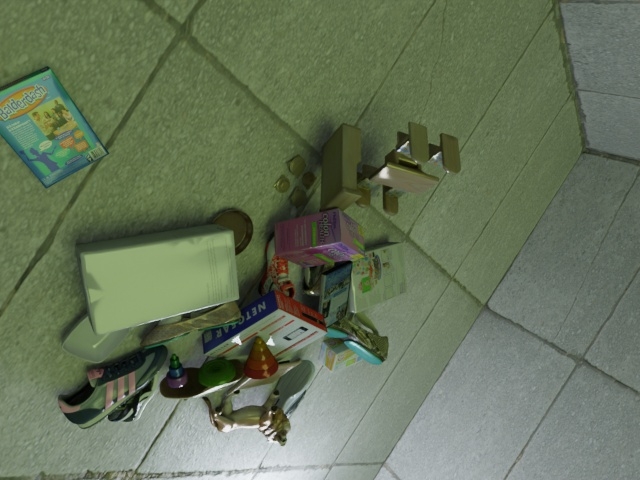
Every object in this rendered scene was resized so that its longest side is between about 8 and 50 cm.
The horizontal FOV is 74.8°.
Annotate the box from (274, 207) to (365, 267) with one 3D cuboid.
[{"bbox_3d":[0.000,0.000,1.430,0.213,0.242,0.118,31,51,-60],"label":"box"}]

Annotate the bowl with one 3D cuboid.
[{"bbox_3d":[-0.635,0.262,1.179,0.142,0.053,0.142,-49,138,-9],"label":"bowl"}]

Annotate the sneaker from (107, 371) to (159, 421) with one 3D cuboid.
[{"bbox_3d":[-0.603,0.485,1.319,0.121,0.079,0.217,19,101,-47],"label":"sneaker"}]

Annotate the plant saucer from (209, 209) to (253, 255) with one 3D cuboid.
[{"bbox_3d":[-0.294,-0.023,1.342,0.168,0.029,0.169,-22,128,-32],"label":"plant saucer"}]

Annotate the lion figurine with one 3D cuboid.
[{"bbox_3d":[-0.296,0.713,1.684,0.391,0.142,0.240,13,124,-14],"label":"lion figurine"}]

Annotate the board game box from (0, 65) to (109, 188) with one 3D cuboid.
[{"bbox_3d":[-0.600,-0.244,0.918,0.160,0.047,0.210,-37,134,-20],"label":"board game box"}]

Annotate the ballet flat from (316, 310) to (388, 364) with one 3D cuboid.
[{"bbox_3d":[0.120,0.383,1.843,0.482,0.164,0.182,33,59,-26],"label":"ballet flat"}]

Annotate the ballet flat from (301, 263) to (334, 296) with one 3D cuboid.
[{"bbox_3d":[0.006,0.057,1.611,0.123,0.123,0.349,-1,114,-42],"label":"ballet flat"}]

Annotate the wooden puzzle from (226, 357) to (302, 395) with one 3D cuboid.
[{"bbox_3d":[-0.217,0.511,1.601,0.238,0.044,0.221,-1,147,-43],"label":"wooden puzzle"}]

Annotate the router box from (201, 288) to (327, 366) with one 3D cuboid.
[{"bbox_3d":[-0.192,0.332,1.493,0.335,0.082,0.301,-32,140,16],"label":"router box"}]

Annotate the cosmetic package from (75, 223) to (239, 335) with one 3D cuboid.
[{"bbox_3d":[-0.432,0.090,1.139,0.384,0.156,0.218,-9,104,-32],"label":"cosmetic package"}]

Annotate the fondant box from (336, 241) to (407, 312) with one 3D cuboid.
[{"bbox_3d":[0.228,0.151,1.820,0.330,0.096,0.239,-13,101,-38],"label":"fondant box"}]

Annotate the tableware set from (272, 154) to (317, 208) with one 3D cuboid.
[{"bbox_3d":[-0.080,-0.201,1.442,0.141,0.020,0.168,-54,136,-7],"label":"tableware set"}]

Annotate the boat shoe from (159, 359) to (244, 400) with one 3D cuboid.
[{"bbox_3d":[-0.407,0.495,1.458,0.285,0.105,0.089,-6,147,-16],"label":"boat shoe"}]

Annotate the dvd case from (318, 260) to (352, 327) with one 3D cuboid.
[{"bbox_3d":[0.056,0.217,1.638,0.180,0.022,0.253,-22,124,-49],"label":"dvd case"}]

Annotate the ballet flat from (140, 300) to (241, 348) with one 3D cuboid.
[{"bbox_3d":[-0.416,0.247,1.333,0.315,0.107,0.106,-14,92,-21],"label":"ballet flat"}]

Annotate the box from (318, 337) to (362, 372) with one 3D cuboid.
[{"bbox_3d":[0.106,0.522,1.972,0.203,0.103,0.114,-9,120,-39],"label":"box"}]

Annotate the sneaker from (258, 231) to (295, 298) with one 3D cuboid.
[{"bbox_3d":[-0.135,0.108,1.479,0.090,0.145,0.270,-1,114,-42],"label":"sneaker"}]

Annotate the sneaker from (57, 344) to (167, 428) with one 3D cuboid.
[{"bbox_3d":[-0.612,0.409,1.246,0.319,0.112,0.131,-42,130,-22],"label":"sneaker"}]

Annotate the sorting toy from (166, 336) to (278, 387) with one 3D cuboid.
[{"bbox_3d":[-0.324,0.392,1.388,0.365,0.127,0.126,-5,111,-12],"label":"sorting toy"}]

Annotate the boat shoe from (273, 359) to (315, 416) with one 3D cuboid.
[{"bbox_3d":[-0.122,0.659,1.852,0.335,0.121,0.119,-54,146,13],"label":"boat shoe"}]

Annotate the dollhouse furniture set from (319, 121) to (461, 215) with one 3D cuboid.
[{"bbox_3d":[0.212,-0.198,1.423,0.393,0.362,0.257,12,66,-23],"label":"dollhouse furniture set"}]
